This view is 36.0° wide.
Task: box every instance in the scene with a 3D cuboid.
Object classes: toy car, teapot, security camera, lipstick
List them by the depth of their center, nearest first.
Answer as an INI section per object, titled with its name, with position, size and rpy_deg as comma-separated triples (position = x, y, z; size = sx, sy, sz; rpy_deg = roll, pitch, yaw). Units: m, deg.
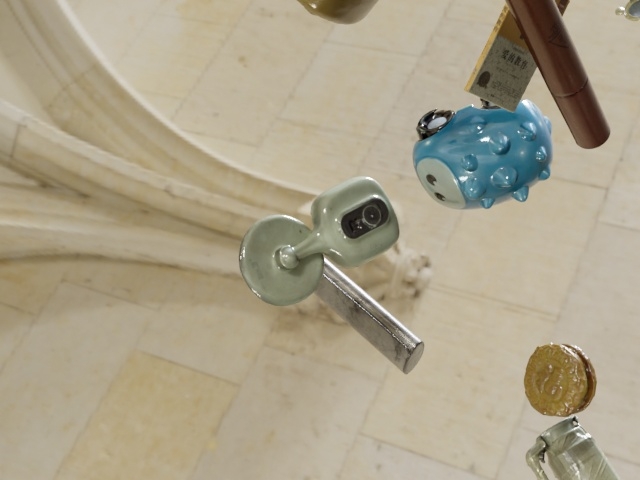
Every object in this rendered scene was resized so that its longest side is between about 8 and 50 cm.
[lipstick]
position = 0.310, -0.239, 1.294
size = 0.356, 0.057, 0.057
rpy_deg = 47, -119, -48
[teapot]
position = 0.389, 0.368, 1.466
size = 0.107, 0.200, 0.077
rpy_deg = -26, -21, -12
[security camera]
position = 0.000, 0.000, 1.689
size = 0.302, 0.080, 0.157
rpy_deg = -28, -85, -26
[toy car]
position = 0.292, -0.143, 1.751
size = 0.190, 0.255, 0.188
rpy_deg = -87, -25, -53

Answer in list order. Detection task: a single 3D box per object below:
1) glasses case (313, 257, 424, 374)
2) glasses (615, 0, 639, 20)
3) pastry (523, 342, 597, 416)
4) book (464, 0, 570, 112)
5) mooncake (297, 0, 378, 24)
[glasses case]
position = 0.086, 0.152, 2.053
size = 0.060, 0.299, 0.114
rpy_deg = -38, -26, -25
[glasses]
position = 0.673, -0.538, 1.972
size = 0.189, 0.088, 0.220
rpy_deg = -108, 13, -61
[pastry]
position = 0.312, 0.183, 1.288
size = 0.057, 0.109, 0.097
rpy_deg = 6, -88, -38
[book]
position = 0.268, -0.266, 1.342
size = 0.118, 0.012, 0.172
rpy_deg = 12, -73, -46
[mooncake]
position = 0.005, -0.494, 1.843
size = 0.117, 0.235, 0.235
rpy_deg = -48, -11, 30
